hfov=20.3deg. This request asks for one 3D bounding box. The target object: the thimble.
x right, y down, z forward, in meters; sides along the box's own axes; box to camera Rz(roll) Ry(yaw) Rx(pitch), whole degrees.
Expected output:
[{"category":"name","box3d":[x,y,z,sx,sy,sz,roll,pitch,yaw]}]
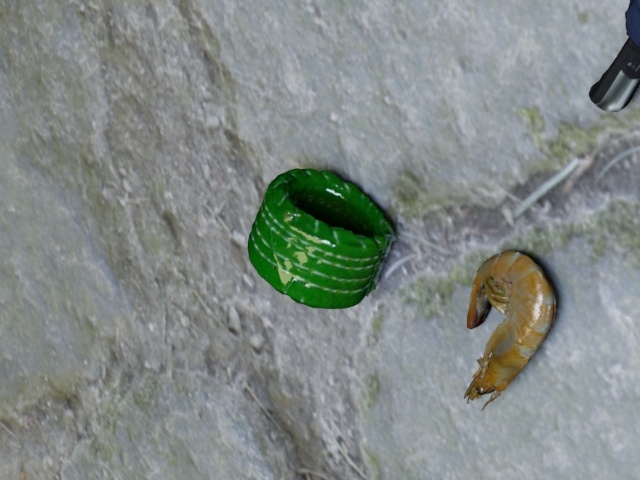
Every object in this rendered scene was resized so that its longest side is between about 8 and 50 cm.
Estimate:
[{"category":"thimble","box3d":[0.000,0.000,1.636,0.130,0.118,0.090,25,119,5]}]

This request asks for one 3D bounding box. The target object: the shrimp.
[{"category":"shrimp","box3d":[0.151,0.076,1.567,0.095,0.045,0.162,47,132,22]}]

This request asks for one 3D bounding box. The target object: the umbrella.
[{"category":"umbrella","box3d":[0.274,-0.185,1.357,0.071,0.071,0.248,44,133,24]}]
